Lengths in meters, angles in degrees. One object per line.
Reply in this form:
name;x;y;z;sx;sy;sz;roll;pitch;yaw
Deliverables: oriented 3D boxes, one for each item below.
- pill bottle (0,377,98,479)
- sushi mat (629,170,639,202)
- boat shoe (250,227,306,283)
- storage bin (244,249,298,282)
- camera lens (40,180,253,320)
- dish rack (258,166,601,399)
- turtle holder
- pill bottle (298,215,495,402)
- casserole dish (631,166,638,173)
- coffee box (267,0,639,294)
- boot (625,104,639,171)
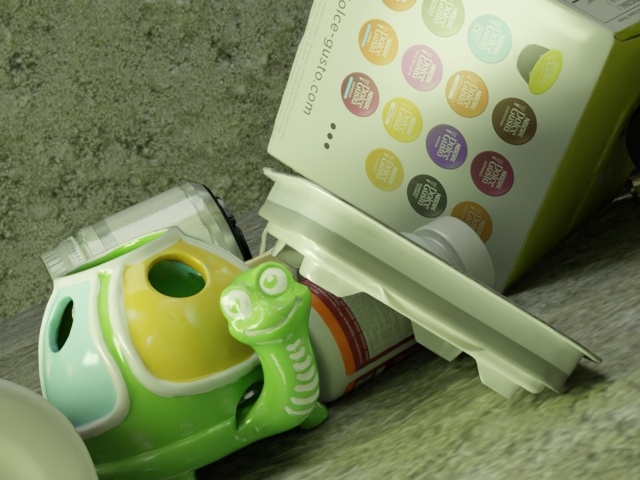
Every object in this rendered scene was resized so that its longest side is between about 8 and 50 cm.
pill bottle;-0.362;0.229;1.168;0.224;0.224;0.392;-28;10;-33
sushi mat;0.527;-0.121;1.678;0.316;0.019;0.151;-22;9;11
boat shoe;0.003;0.006;1.762;0.367;0.156;0.136;-18;44;10
storage bin;-0.127;0.125;1.568;0.260;0.123;0.262;-25;8;-2
camera lens;-0.246;0.054;2.035;0.274;0.219;0.219;-25;8;-12
dish rack;0.069;0.039;1.186;0.072;0.285;0.333;-58;9;-2
turtle holder;-0.138;0.113;1.271;0.243;0.227;0.320;-24;7;-12
pill bottle;0.063;0.065;1.402;0.221;0.121;0.121;-28;9;-27
casserole dish;0.389;-0.100;1.788;0.188;0.037;0.114;-25;-8;24
coffee box;0.204;-0.204;1.575;0.338;0.334;0.338;-31;-32;-49
boot;0.523;-0.165;1.506;0.348;0.131;0.260;-8;23;26
